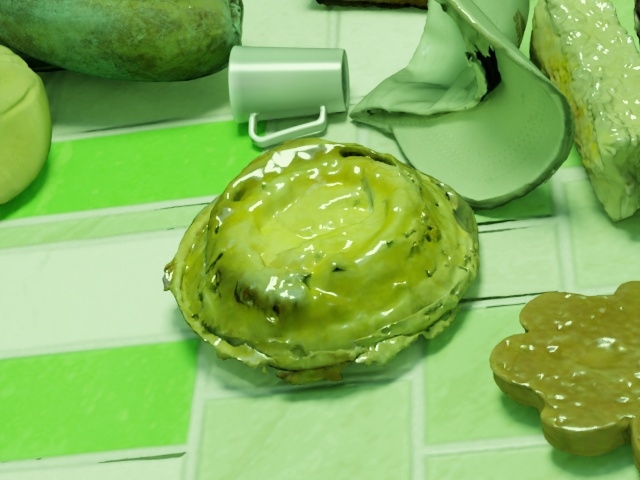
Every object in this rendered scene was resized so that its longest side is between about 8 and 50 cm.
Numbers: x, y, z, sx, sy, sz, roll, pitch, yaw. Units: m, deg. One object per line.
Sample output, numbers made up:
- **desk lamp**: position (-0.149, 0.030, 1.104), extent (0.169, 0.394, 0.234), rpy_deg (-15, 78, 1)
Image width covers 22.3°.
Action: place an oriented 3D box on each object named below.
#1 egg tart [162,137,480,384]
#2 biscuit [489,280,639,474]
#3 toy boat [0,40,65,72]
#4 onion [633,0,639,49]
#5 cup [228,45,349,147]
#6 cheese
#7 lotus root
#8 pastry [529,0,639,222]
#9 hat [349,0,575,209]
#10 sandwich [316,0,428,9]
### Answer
- **egg tart**: position (0.000, 0.000, 1.365), extent (0.279, 0.095, 0.279), rpy_deg (-8, 38, 6)
- **biscuit**: position (0.268, 0.110, 1.197), extent (0.289, 0.044, 0.202), rpy_deg (9, 44, 28)
- **toy boat**: position (-0.274, -0.211, 1.727), extent (0.210, 0.052, 0.104), rpy_deg (-1, 39, 13)
- **onion**: position (0.368, -0.139, 1.363), extent (0.280, 0.146, 0.314), rpy_deg (-36, 77, -31)
- **cup**: position (-0.033, -0.139, 1.567), extent (0.116, 0.074, 0.104), rpy_deg (-1, 65, 8)
- **cheese**: position (-0.376, -0.102, 1.580), extent (0.226, 0.117, 0.214), rpy_deg (-35, 38, -17)
- **lotus root**: position (-0.233, -0.232, 1.617), extent (0.322, 0.140, 0.158), rpy_deg (7, 35, 5)
- **pastry**: position (0.247, -0.127, 1.423), extent (0.089, 0.121, 0.258), rpy_deg (-20, 40, 0)
- **hat**: position (0.142, -0.183, 1.442), extent (0.168, 0.257, 0.301), rpy_deg (-24, 49, -20)
- **sandwich**: position (0.126, -0.352, 1.747), extent (0.249, 0.095, 0.273), rpy_deg (6, 42, 17)
